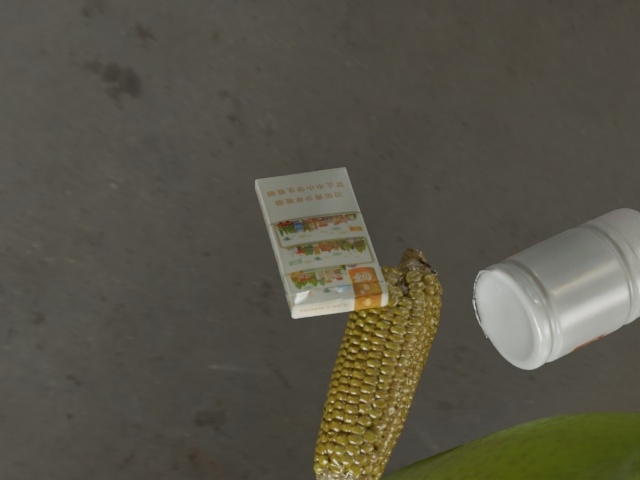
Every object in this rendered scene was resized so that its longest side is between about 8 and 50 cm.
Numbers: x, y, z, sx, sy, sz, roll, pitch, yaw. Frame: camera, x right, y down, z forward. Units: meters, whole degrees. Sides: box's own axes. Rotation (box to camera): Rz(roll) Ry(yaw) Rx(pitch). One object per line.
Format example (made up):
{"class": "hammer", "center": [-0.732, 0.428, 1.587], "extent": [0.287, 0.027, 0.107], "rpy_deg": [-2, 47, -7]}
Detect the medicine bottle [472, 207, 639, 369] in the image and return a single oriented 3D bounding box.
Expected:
{"class": "medicine bottle", "center": [0.128, 0.024, 0.799], "extent": [0.089, 0.057, 0.057], "rpy_deg": [-24, 73, -23]}

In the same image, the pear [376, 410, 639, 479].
{"class": "pear", "center": [0.083, 0.261, 0.986], "extent": [0.318, 0.238, 0.343], "rpy_deg": [3, 78, 49]}

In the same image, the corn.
{"class": "corn", "center": [0.074, 0.164, 2.001], "extent": [0.119, 0.119, 0.322], "rpy_deg": [11, 77, 19]}

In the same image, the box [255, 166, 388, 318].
{"class": "box", "center": [0.000, -0.001, 1.956], "extent": [0.122, 0.032, 0.220], "rpy_deg": [-7, 47, -12]}
